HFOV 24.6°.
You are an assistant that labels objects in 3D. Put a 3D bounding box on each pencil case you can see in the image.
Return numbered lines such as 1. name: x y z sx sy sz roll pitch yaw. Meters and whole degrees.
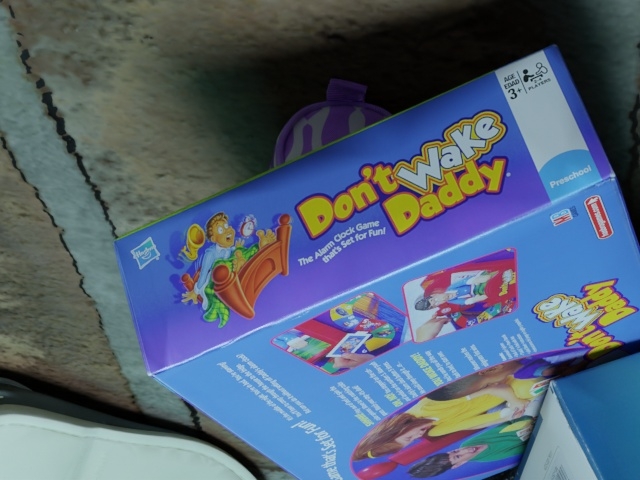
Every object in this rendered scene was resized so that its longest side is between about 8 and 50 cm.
1. pencil case: 0.000 0.000 0.872 0.086 0.088 0.206 14 149 -4

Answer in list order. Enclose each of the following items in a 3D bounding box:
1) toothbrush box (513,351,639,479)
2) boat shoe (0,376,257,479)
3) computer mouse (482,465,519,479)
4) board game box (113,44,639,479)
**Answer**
1. toothbrush box: 0.279 0.135 0.888 0.296 0.126 0.216 -17 151 -10
2. boat shoe: -0.180 0.190 1.256 0.319 0.116 0.099 24 -171 -37
3. computer mouse: 0.153 0.216 1.257 0.071 0.041 0.242 17 155 -18
4. board game box: 0.068 0.050 0.822 0.233 0.078 0.347 -23 152 9
